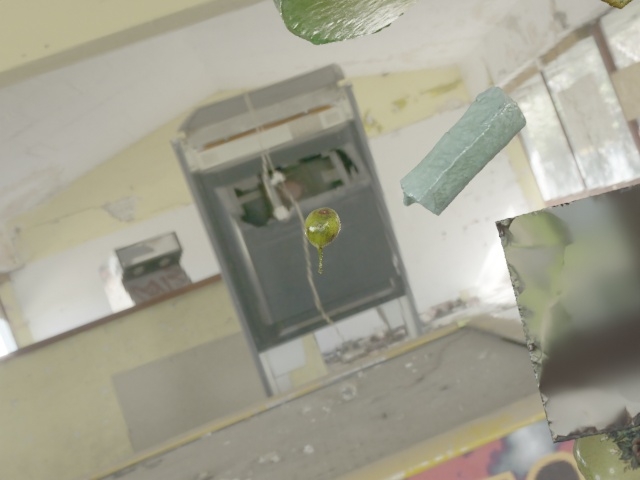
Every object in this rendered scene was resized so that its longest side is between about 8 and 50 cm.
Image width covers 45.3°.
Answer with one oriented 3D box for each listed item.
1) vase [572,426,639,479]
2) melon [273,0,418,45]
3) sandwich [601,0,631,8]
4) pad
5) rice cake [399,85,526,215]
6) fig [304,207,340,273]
[{"bbox_3d":[0.561,0.345,1.121,0.302,0.240,0.329,-31,25,10],"label":"vase"},{"bbox_3d":[0.040,-0.316,0.627,0.226,0.331,0.344,27,26,23],"label":"melon"},{"bbox_3d":[0.329,-0.367,0.803,0.186,0.065,0.214,16,-48,-26],"label":"sandwich"},{"bbox_3d":[0.388,0.052,0.775,0.368,0.247,0.007,-15,-1,12],"label":"pad"},{"bbox_3d":[0.191,-0.119,1.046,0.206,0.063,0.069,-45,-41,5],"label":"rice cake"},{"bbox_3d":[-0.011,-0.003,1.910,0.093,0.093,0.166,-20,-40,-60],"label":"fig"}]
